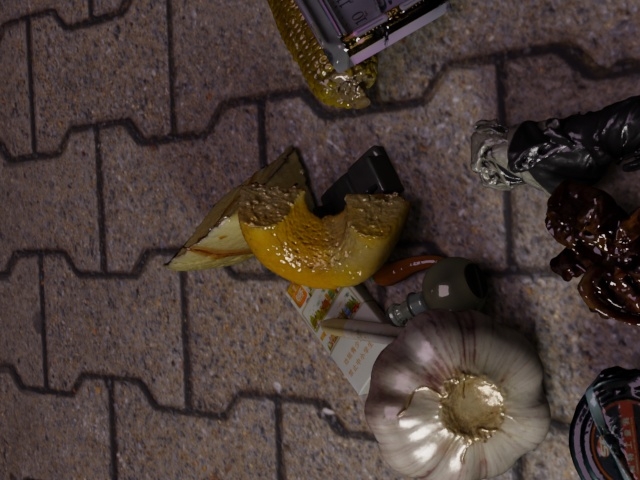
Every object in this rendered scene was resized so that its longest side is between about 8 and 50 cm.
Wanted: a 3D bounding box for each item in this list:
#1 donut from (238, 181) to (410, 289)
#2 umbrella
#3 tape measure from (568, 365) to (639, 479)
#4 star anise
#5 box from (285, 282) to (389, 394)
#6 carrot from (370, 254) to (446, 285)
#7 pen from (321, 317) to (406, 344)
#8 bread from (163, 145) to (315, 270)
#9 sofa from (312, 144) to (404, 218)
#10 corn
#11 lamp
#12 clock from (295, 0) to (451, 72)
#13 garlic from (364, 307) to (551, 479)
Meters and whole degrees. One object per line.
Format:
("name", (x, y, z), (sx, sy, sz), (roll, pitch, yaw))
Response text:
("donut", (0.005, 0.004, 1.749), (0.259, 0.101, 0.152), (3, 133, 12))
("umbrella", (0.335, -0.117, 1.440), (0.357, 0.113, 0.106), (-9, 64, 47))
("tape measure", (0.388, 0.234, 1.410), (0.181, 0.107, 0.182), (-8, 86, 44))
("star anise", (0.349, 0.021, 1.397), (0.220, 0.125, 0.190), (17, 129, 53))
("box", (0.034, 0.117, 1.835), (0.220, 0.032, 0.122), (52, 128, 30))
("carrot", (0.124, 0.041, 1.733), (0.142, 0.035, 0.035), (-19, 79, 43))
("pen", (0.092, 0.139, 1.737), (0.233, 0.032, 0.040), (4, 116, 43))
("bread", (-0.151, -0.045, 1.916), (0.240, 0.178, 0.135), (-31, 72, 46))
("sofa", (0.047, -0.070, 1.788), (0.147, 0.060, 0.085), (-42, 62, 40))
("corn", (-0.005, -0.326, 1.787), (0.119, 0.119, 0.322), (-44, 62, 39))
("lamp", (0.154, 0.082, 1.654), (0.163, 0.091, 0.091), (-28, 72, 40))
("clock", (0.052, -0.370, 1.680), (0.186, 0.083, 0.253), (-29, 67, 5))
("garlic", (0.169, 0.210, 1.599), (0.253, 0.245, 0.245), (171, 95, -80))
